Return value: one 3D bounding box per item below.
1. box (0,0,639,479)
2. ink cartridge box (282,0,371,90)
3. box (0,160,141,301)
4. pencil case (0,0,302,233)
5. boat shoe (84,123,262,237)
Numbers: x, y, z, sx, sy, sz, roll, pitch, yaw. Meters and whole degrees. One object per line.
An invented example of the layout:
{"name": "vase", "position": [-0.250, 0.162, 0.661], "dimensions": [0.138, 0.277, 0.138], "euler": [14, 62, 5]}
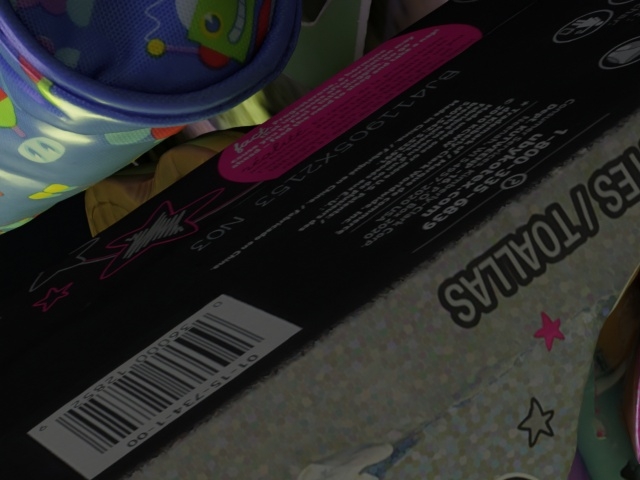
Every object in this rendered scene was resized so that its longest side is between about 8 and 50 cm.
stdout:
{"name": "box", "position": [0.037, 0.042, 0.514], "dimensions": [0.142, 0.247, 0.163], "euler": [61, 162, -20]}
{"name": "ink cartridge box", "position": [-0.067, -0.162, 0.754], "dimensions": [0.235, 0.056, 0.171], "euler": [30, 157, 11]}
{"name": "box", "position": [-0.199, 0.066, 1.193], "dimensions": [0.293, 0.212, 0.395], "euler": [45, 163, 31]}
{"name": "pencil case", "position": [-0.114, -0.078, 0.759], "dimensions": [0.133, 0.119, 0.306], "euler": [35, 159, -15]}
{"name": "boat shoe", "position": [0.000, 0.000, 0.772], "dimensions": [0.341, 0.110, 0.122], "euler": [17, 126, 68]}
